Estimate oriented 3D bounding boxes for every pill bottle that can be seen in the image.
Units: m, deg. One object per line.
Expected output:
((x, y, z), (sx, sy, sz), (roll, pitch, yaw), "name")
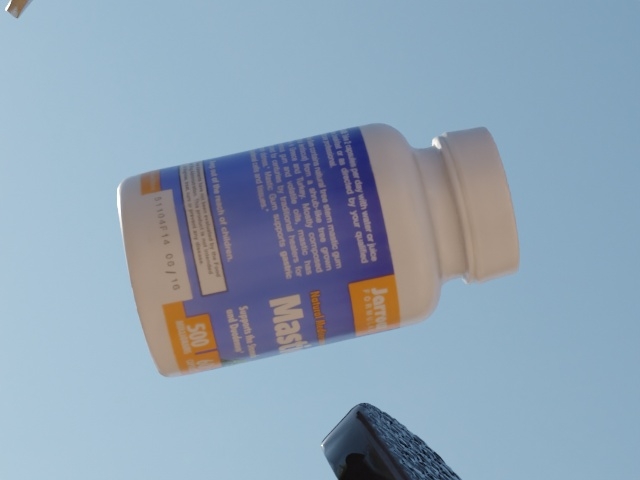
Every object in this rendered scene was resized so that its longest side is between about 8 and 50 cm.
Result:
((0.000, 0.000, 1.137), (0.272, 0.152, 0.152), (-12, -44, -1), "pill bottle")

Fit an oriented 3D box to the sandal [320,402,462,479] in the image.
((0.050, 0.145, 0.577), (0.097, 0.254, 0.054), (40, -83, -18), "sandal")

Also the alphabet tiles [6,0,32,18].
((-0.066, -0.268, 0.858), (0.011, 0.285, 0.342), (36, -30, -10), "alphabet tiles")
